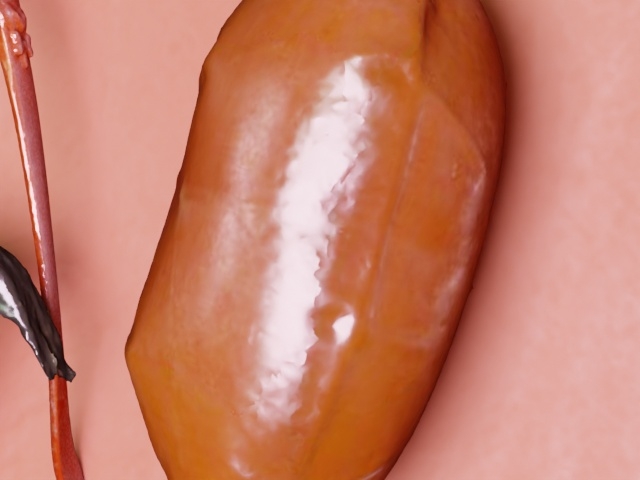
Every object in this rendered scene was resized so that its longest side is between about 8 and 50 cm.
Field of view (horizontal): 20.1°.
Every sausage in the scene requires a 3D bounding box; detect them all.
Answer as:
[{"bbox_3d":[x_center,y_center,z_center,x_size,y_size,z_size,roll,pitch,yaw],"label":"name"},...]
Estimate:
[{"bbox_3d":[0.002,0.001,0.731,0.133,0.133,0.258,18,94,19],"label":"sausage"}]

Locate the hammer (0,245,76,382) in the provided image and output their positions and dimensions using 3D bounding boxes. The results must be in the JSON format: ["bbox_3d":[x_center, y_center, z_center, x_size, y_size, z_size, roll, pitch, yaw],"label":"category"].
[{"bbox_3d":[-0.200,0.126,0.819,0.125,0.027,0.297,24,111,7],"label":"hammer"}]

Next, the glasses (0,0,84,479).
[{"bbox_3d":[-0.223,0.007,0.818,0.234,0.118,0.268,-14,86,16],"label":"glasses"}]
